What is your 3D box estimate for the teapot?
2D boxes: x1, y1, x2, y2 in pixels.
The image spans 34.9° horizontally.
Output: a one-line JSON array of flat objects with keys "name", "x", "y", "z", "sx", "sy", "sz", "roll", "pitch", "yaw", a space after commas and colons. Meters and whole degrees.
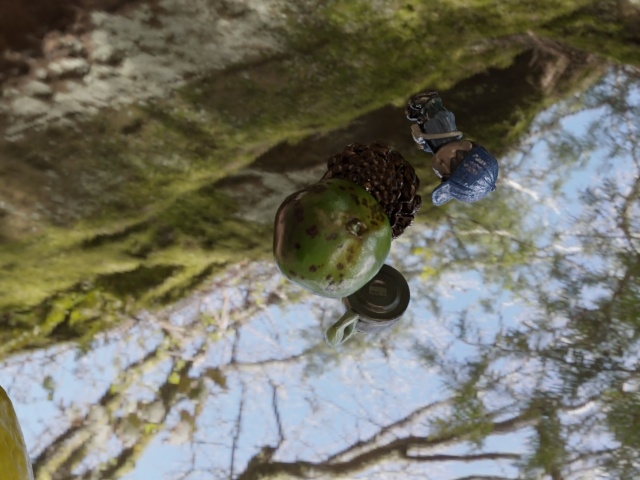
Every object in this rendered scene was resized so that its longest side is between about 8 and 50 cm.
[{"name": "teapot", "x": 0.055, "y": 0.092, "z": 1.400, "sx": 0.091, "sy": 0.124, "sz": 0.092, "roll": 110, "pitch": -34, "yaw": -56}]

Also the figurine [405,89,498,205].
[{"name": "figurine", "x": 0.159, "y": -0.112, "z": 1.254, "sx": 0.086, "sy": 0.087, "sz": 0.149, "roll": 107, "pitch": -38, "yaw": -63}]

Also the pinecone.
[{"name": "pinecone", "x": 0.064, "y": -0.057, "z": 1.312, "sx": 0.140, "sy": 0.121, "sz": 0.140, "roll": -5, "pitch": -103, "yaw": 21}]

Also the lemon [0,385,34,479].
[{"name": "lemon", "x": -0.407, "y": 0.231, "z": 0.827, "sx": 0.387, "sy": 0.350, "sz": 0.350, "roll": 46, "pitch": -69, "yaw": 42}]

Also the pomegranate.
[{"name": "pomegranate", "x": -0.005, "y": 0.006, "z": 1.236, "sx": 0.169, "sy": 0.122, "sz": 0.143, "roll": -19, "pitch": -70, "yaw": 38}]
